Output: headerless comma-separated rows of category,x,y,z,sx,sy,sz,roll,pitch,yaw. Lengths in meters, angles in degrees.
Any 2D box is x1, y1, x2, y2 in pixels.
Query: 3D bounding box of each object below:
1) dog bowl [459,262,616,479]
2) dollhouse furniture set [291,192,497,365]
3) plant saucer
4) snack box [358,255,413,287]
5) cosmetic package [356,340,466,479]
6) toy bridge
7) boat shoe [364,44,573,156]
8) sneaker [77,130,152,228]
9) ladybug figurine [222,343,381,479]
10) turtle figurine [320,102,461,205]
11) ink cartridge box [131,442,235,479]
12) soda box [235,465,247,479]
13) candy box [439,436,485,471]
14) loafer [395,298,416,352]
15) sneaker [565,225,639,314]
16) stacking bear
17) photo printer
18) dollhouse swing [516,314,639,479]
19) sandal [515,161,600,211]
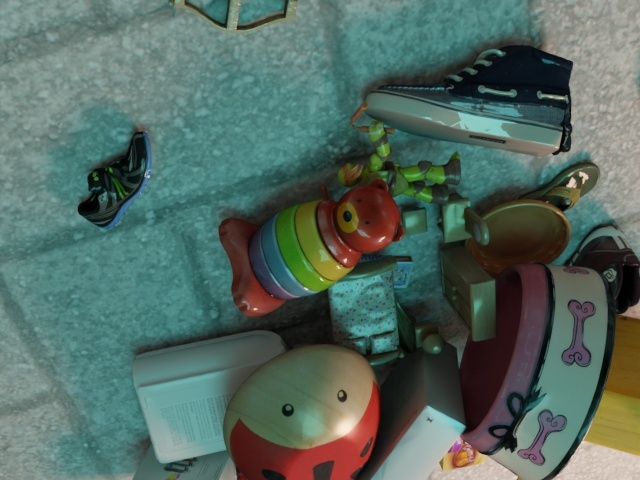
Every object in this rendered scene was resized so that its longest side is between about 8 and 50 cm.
dog bowl,0.371,0.223,1.492,0.150,0.408,0.408,19,121,-2
dollhouse furniture set,0.117,0.103,1.465,0.355,0.174,0.304,-10,114,-8
plant saucer,0.371,-0.010,1.550,0.199,0.037,0.200,-2,137,-2
snack box,0.086,0.061,1.559,0.178,0.022,0.064,1,124,-15
cosmetic package,0.145,0.403,1.640,0.097,0.284,0.377,30,113,-5
toy bridge,-0.130,-0.340,1.208,0.188,0.026,0.063,2,126,-16
boat shoe,0.248,-0.245,1.338,0.340,0.127,0.158,11,85,-3
sneaker,-0.328,-0.096,1.308,0.078,0.067,0.188,22,120,-34
ladybug figurine,-0.019,0.362,1.507,0.304,0.162,0.449,-16,143,-10
turtle figurine,0.122,-0.112,1.372,0.217,0.087,0.270,1,138,-10
ink cartridge box,-0.278,0.502,1.681,0.176,0.127,0.128,9,127,13
soda box,-0.063,0.517,1.807,0.263,0.092,0.083,29,116,-31
candy box,0.328,0.445,1.884,0.109,0.053,0.187,-9,128,-8
loafer,0.157,0.159,1.634,0.050,0.056,0.148,-45,125,-28
sneaker,0.534,0.119,1.631,0.106,0.163,0.281,15,120,-24
stacking bear,0.000,0.000,1.358,0.288,0.176,0.164,-25,159,27
photo printer,-0.194,0.304,1.607,0.307,0.107,0.256,-11,129,-7
dollhouse swing,0.591,0.357,1.648,0.315,0.347,0.305,12,112,23
sandal,0.446,-0.080,1.534,0.180,0.049,0.072,-28,127,6
